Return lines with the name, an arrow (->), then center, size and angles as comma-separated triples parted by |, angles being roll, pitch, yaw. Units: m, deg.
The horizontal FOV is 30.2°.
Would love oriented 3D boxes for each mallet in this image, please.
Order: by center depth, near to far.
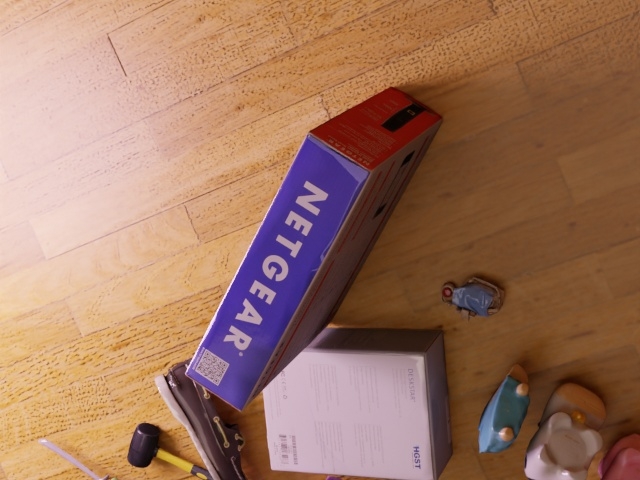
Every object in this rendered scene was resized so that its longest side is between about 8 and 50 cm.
mallet -> -0.197, 0.337, 1.732 | 0.189, 0.039, 0.062 | 30, 113, 6

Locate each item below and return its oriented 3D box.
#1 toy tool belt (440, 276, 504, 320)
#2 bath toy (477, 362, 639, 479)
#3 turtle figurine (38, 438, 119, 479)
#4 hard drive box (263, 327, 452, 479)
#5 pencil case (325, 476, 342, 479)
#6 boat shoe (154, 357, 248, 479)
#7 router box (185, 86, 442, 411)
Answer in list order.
toy tool belt -> 0.187, 0.074, 1.494 | 0.083, 0.051, 0.052 | 11, 109, 18
bath toy -> 0.361, 0.286, 1.451 | 0.348, 0.151, 0.129 | 31, 152, 8
turtle figurine -> -0.307, 0.443, 1.716 | 0.266, 0.198, 0.275 | -8, 106, 19
hard drive box -> 0.047, 0.213, 1.569 | 0.232, 0.089, 0.181 | 1, 106, 22
pencil case -> -0.024, 0.397, 1.623 | 0.086, 0.088, 0.206 | 19, 145, -24
boat shoe -> -0.147, 0.273, 1.667 | 0.068, 0.081, 0.228 | -32, 95, -7
router box -> 0.000, 0.000, 1.408 | 0.082, 0.301, 0.336 | 32, 114, 9
